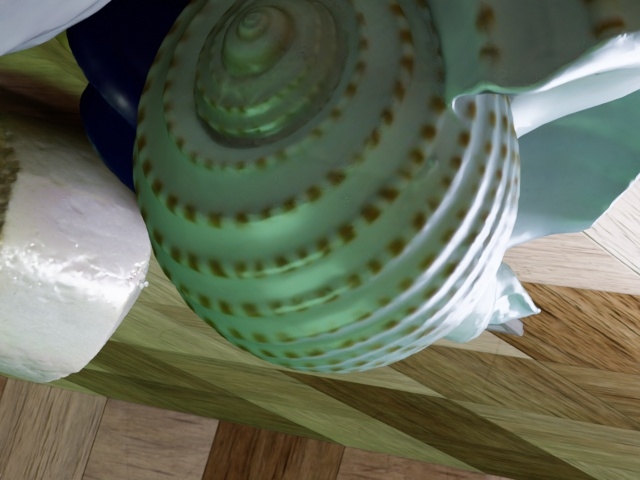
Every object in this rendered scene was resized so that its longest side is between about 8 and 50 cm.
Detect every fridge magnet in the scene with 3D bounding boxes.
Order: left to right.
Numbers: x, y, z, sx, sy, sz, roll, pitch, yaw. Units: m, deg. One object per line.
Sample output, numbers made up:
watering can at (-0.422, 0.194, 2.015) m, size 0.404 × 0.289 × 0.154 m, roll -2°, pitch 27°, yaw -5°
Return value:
fridge magnet at (-0.044, -0.072, 1.108) m, size 0.265 × 0.113 × 0.265 m, roll 30°, pitch -160°, yaw -12°

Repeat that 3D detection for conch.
conch at (0.055, -0.071, 0.898) m, size 0.215 × 0.303 × 0.319 m, roll 55°, pitch -170°, yaw 12°

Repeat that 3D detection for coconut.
coconut at (-0.267, 0.007, 1.598) m, size 0.244 × 0.239 × 0.239 m, roll 15°, pitch 171°, yaw -38°

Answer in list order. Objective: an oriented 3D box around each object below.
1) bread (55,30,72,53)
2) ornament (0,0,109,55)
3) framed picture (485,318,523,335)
bread at (-0.138, -0.142, 1.235) m, size 0.115 × 0.056 × 0.082 m, roll 27°, pitch 165°, yaw -37°
ornament at (-0.150, -0.196, 0.397) m, size 0.337 × 0.337 × 0.337 m, roll 16°, pitch 167°, yaw 4°
framed picture at (0.050, 0.044, 1.883) m, size 0.289 × 0.016 × 0.213 m, roll 9°, pitch 165°, yaw 31°
